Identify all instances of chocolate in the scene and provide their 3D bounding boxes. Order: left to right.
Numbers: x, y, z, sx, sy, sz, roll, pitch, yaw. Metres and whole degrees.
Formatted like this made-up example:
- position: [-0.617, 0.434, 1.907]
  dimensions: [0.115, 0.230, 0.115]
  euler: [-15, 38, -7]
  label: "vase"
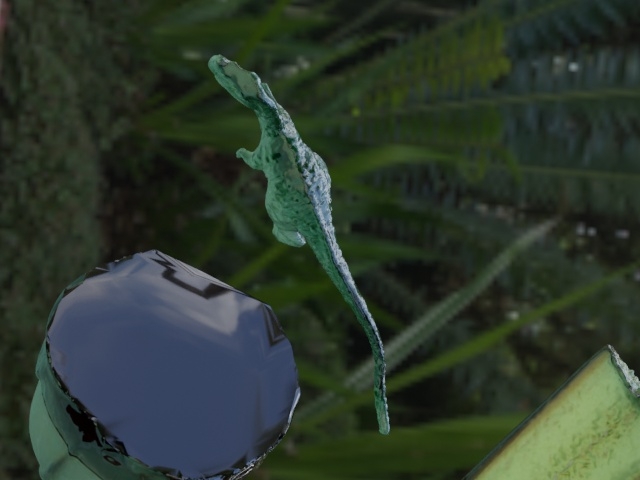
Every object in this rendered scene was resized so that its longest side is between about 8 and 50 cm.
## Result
- position: [-0.185, 0.174, 1.852]
  dimensions: [0.186, 0.283, 0.284]
  euler: [127, -31, -48]
  label: "chocolate"

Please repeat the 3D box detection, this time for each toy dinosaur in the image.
- position: [-0.007, -0.014, 1.596]
  dimensions: [0.383, 0.076, 0.129]
  euler: [60, 2, -22]
  label: "toy dinosaur"

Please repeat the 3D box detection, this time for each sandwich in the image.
- position: [0.201, 0.213, 1.502]
  dimensions: [0.122, 0.235, 0.128]
  euler: [52, 6, 26]
  label: "sandwich"
